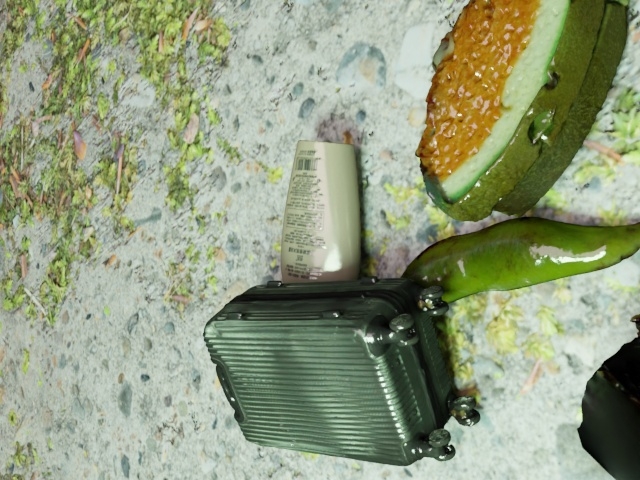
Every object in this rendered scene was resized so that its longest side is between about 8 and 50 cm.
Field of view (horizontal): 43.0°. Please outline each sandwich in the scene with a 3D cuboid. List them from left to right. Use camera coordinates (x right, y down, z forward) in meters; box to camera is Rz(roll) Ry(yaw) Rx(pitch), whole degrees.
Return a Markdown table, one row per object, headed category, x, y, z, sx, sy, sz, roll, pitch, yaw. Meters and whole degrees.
| category | x | y | z | sx | sy | sz | roll | pitch | yaw |
| --- | --- | --- | --- | --- | --- | --- | --- | --- | --- |
| sandwich | 0.196 | -0.152 | 0.855 | 0.212 | 0.109 | 0.292 | 7 | 79 | 54 |

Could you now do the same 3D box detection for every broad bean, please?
| category | x | y | z | sx | sy | sz | roll | pitch | yaw |
| --- | --- | --- | --- | --- | --- | --- | --- | --- | --- |
| broad bean | 0.187 | 0.022 | 0.897 | 0.339 | 0.061 | 0.077 | -19 | 61 | 42 |

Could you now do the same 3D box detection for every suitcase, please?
| category | x | y | z | sx | sy | sz | roll | pitch | yaw |
| --- | --- | --- | --- | --- | --- | --- | --- | --- | --- |
| suitcase | 0.018 | 0.151 | 0.966 | 0.312 | 0.128 | 0.202 | -6 | 111 | 38 |

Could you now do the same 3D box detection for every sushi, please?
| category | x | y | z | sx | sy | sz | roll | pitch | yaw |
| --- | --- | --- | --- | --- | --- | --- | --- | --- | --- |
| sushi | 0.319 | 0.135 | 0.698 | 0.150 | 0.172 | 0.153 | -31 | 35 | -7 |

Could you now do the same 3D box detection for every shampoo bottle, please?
| category | x | y | z | sx | sy | sz | roll | pitch | yaw |
| --- | --- | --- | --- | --- | --- | --- | --- | --- | --- |
| shampoo bottle | 0.000 | 0.000 | 1.067 | 0.127 | 0.078 | 0.257 | 8 | 96 | 38 |
